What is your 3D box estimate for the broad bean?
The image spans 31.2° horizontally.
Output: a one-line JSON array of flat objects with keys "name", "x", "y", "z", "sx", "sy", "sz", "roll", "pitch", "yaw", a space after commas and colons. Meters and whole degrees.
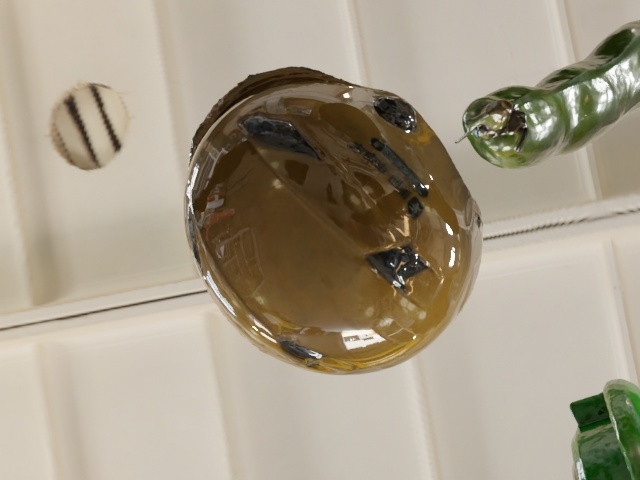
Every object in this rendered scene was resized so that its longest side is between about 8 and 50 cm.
[{"name": "broad bean", "x": 0.139, "y": -0.077, "z": 0.613, "sx": 0.046, "sy": 0.254, "sz": 0.065, "roll": 40, "pitch": -51, "yaw": 19}]

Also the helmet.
[{"name": "helmet", "x": 0.000, "y": 0.000, "z": 0.765, "sx": 0.224, "sy": 0.130, "sz": 0.198, "roll": 42, "pitch": -68, "yaw": -9}]

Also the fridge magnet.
[{"name": "fridge magnet", "x": 0.241, "y": 0.201, "z": 0.825, "sx": 0.088, "sy": 0.208, "sz": 0.208, "roll": -22, "pitch": -98, "yaw": 14}]
